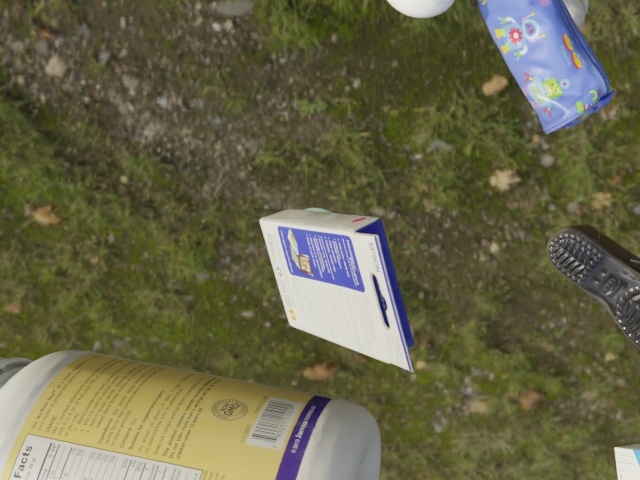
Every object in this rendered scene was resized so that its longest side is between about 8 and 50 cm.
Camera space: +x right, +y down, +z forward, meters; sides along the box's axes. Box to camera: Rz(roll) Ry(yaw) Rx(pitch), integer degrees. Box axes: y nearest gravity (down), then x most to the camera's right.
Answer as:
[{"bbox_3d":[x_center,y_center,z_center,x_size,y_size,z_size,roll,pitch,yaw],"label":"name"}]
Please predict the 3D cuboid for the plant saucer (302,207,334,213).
[{"bbox_3d":[0.000,0.000,1.570,0.119,0.021,0.119,13,129,16],"label":"plant saucer"}]

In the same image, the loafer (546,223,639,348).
[{"bbox_3d":[0.619,0.086,1.826,0.366,0.130,0.134,44,130,6],"label":"loafer"}]

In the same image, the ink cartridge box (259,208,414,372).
[{"bbox_3d":[0.030,0.054,1.246,0.069,0.371,0.175,-20,102,-20],"label":"ink cartridge box"}]

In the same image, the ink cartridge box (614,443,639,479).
[{"bbox_3d":[0.462,0.349,1.289,0.052,0.122,0.088,-4,174,-20],"label":"ink cartridge box"}]

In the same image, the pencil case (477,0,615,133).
[{"bbox_3d":[0.334,-0.316,1.409,0.306,0.119,0.133,60,152,-7],"label":"pencil case"}]

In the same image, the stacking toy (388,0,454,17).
[{"bbox_3d":[0.072,-0.529,1.493,0.351,0.480,0.350,-25,146,-18],"label":"stacking toy"}]

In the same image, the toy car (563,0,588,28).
[{"bbox_3d":[0.395,-0.411,1.689,0.136,0.159,0.182,42,122,-2],"label":"toy car"}]

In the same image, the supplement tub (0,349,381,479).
[{"bbox_3d":[-0.135,0.218,0.727,0.332,0.241,0.241,8,140,12],"label":"supplement tub"}]
